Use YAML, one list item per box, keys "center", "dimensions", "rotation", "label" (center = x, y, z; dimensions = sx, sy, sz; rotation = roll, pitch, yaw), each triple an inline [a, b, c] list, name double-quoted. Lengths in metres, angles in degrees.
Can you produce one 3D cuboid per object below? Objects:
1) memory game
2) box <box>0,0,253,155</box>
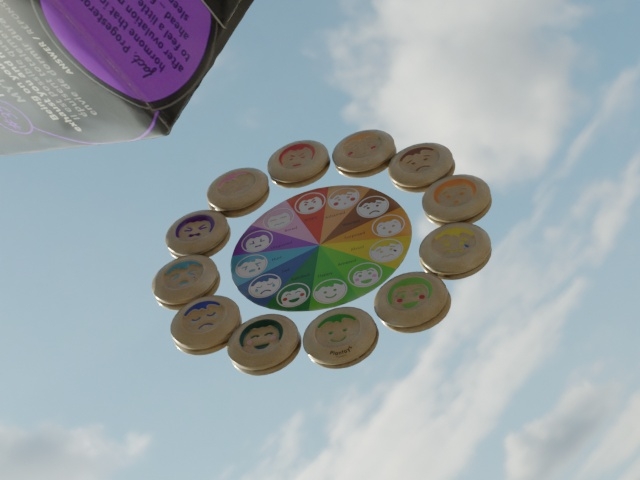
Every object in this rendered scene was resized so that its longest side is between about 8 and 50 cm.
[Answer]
- center: [0.000, 0.000, 0.653]
  dimensions: [0.186, 0.186, 0.012]
  rotation: [-37, -48, -21]
  label: "memory game"
- center: [-0.162, -0.136, 0.522]
  dimensions: [0.165, 0.270, 0.143]
  rotation: [49, -125, -34]
  label: "box"
